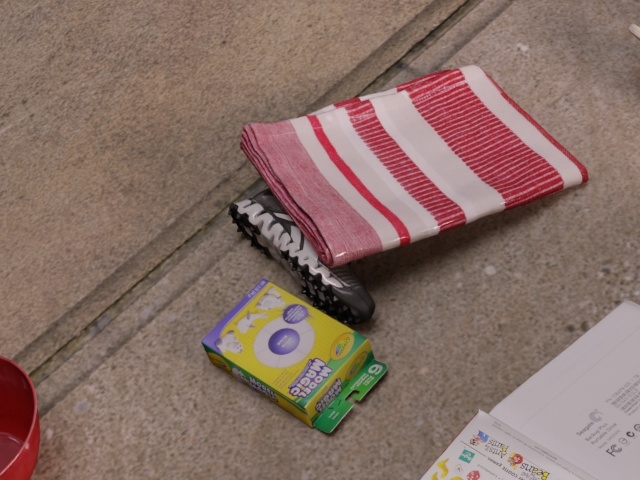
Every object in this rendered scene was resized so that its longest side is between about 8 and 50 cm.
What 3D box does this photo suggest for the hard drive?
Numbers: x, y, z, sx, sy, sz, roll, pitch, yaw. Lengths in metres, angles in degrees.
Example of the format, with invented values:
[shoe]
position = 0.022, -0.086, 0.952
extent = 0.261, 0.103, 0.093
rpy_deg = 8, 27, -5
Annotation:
[hard drive]
position = 0.355, 0.193, 1.130
extent = 0.353, 0.047, 0.233
rpy_deg = 29, 46, 35

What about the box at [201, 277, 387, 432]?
[box]
position = -0.027, 0.120, 1.345
extent = 0.179, 0.043, 0.105
rpy_deg = 29, 63, 32

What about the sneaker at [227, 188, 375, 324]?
[sneaker]
position = 0.000, 0.000, 1.418
extent = 0.106, 0.078, 0.234
rpy_deg = -37, 48, -13

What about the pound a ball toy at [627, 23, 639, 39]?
[pound a ball toy]
position = 0.526, -0.220, 1.398
extent = 0.208, 0.136, 0.319
rpy_deg = -56, 48, 15

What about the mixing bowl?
[mixing bowl]
position = -0.359, 0.215, 1.319
extent = 0.182, 0.098, 0.181
rpy_deg = -8, 49, 9

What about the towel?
[towel]
position = 0.102, -0.094, 1.444
extent = 0.329, 0.037, 0.237
rpy_deg = -18, 46, -21

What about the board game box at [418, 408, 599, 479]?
[board game box]
position = 0.113, 0.306, 1.073
extent = 0.144, 0.142, 0.275
rpy_deg = 30, 63, 33
